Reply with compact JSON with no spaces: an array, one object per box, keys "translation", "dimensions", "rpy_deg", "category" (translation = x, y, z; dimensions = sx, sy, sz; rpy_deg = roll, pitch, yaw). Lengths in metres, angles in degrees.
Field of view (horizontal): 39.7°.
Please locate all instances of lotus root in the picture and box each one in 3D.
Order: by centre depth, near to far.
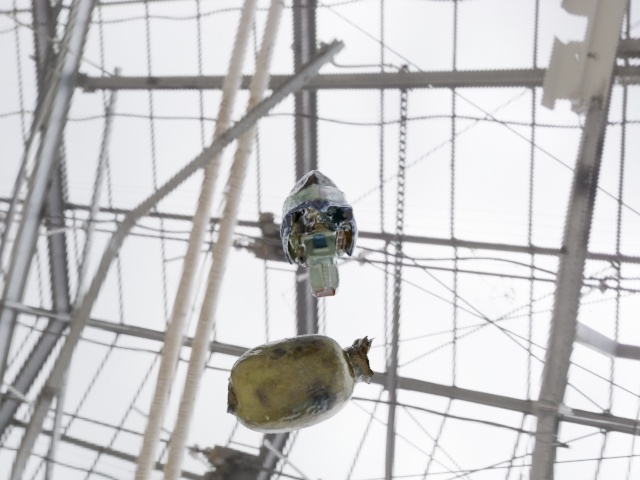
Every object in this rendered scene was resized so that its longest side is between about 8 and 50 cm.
[{"translation":[-0.020,0.225,1.431],"dimensions":[0.278,0.154,0.154],"rpy_deg":[-13,-116,-16],"category":"lotus root"}]

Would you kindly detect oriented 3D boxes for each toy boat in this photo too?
[{"translation":[0.000,0.000,1.312],"dimensions":[0.114,0.262,0.115],"rpy_deg":[-8,-124,-3],"category":"toy boat"}]
